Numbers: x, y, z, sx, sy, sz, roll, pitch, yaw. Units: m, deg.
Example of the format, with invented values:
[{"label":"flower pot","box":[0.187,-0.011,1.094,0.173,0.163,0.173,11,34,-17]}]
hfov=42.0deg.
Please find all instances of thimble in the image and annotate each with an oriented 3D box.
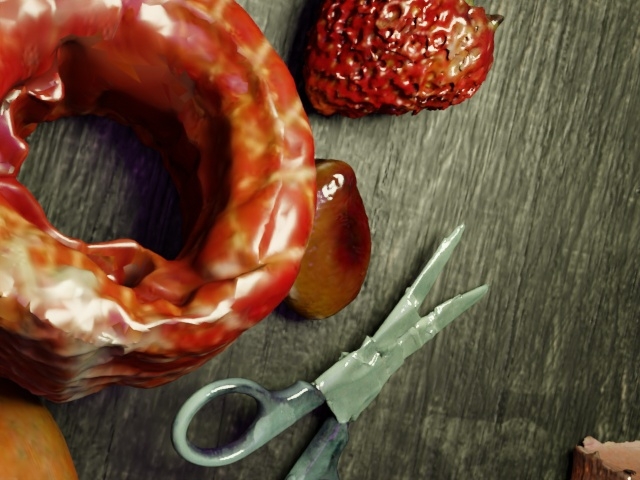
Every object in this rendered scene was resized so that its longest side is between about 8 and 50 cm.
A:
[{"label":"thimble","box":[-0.182,-0.050,0.678,0.350,0.230,0.350,9,67,-21]}]

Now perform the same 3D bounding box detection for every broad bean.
[{"label":"broad bean","box":[0.000,0.000,0.859,0.114,0.084,0.165,-14,105,-16]}]

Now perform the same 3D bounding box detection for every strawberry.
[{"label":"strawberry","box":[0.068,-0.202,0.827,0.201,0.184,0.187,-31,110,9]}]

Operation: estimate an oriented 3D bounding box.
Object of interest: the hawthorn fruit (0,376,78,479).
[{"label":"hawthorn fruit","box":[-0.338,0.202,0.689,0.276,0.277,0.298,-10,84,-15]}]

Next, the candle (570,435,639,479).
[{"label":"candle","box":[0.413,0.312,0.914,0.287,0.317,0.132,12,93,25]}]

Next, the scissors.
[{"label":"scissors","box":[0.041,0.138,0.878,0.383,0.029,0.256,-44,122,-12]}]
